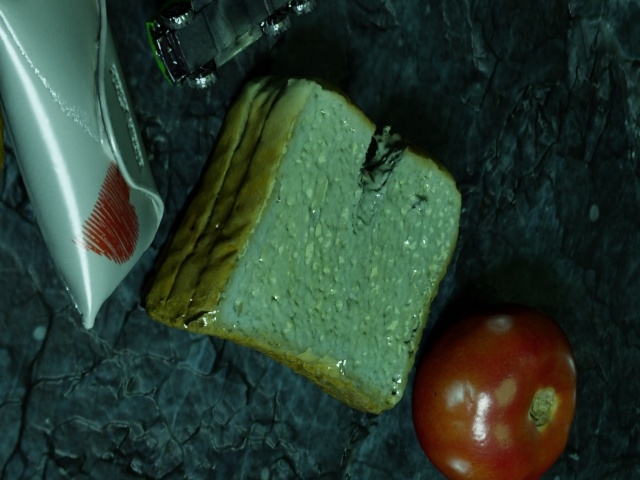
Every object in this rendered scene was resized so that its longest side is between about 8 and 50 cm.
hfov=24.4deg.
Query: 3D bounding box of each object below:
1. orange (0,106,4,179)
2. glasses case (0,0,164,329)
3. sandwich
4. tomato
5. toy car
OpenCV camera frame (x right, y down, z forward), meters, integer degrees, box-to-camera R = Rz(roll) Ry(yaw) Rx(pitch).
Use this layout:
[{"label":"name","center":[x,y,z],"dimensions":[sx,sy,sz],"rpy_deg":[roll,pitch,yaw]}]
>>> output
[{"label":"orange","center":[-0.312,-0.050,0.916],"dimensions":[0.262,0.196,0.335],"rpy_deg":[44,50,-54]},{"label":"glasses case","center":[-0.179,-0.084,1.079],"dimensions":[0.083,0.128,0.308],"rpy_deg":[-11,120,4]},{"label":"sandwich","center":[0.001,0.000,1.311],"dimensions":[0.273,0.095,0.249],"rpy_deg":[30,78,-45]},{"label":"tomato","center":[0.176,0.158,1.507],"dimensions":[0.195,0.136,0.195],"rpy_deg":[-14,110,-43]},{"label":"toy car","center":[-0.076,-0.189,1.191],"dimensions":[0.165,0.062,0.071],"rpy_deg":[-42,128,-28]}]
